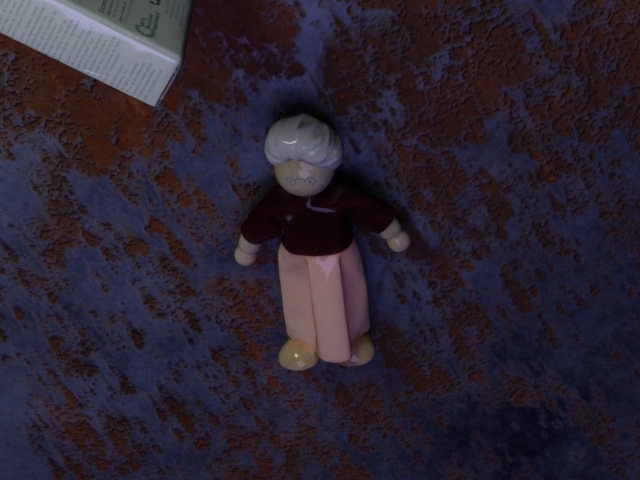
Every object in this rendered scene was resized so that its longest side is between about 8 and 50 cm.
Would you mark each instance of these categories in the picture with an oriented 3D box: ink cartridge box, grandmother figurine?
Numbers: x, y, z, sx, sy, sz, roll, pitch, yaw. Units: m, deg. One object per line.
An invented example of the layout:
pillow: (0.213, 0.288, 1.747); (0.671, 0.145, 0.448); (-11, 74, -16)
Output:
ink cartridge box: (-0.271, -0.291, 1.376); (0.330, 0.324, 0.071); (25, 121, -15)
grandmother figurine: (0.000, 0.000, 1.716); (0.207, 0.104, 0.342); (-11, 127, -1)
